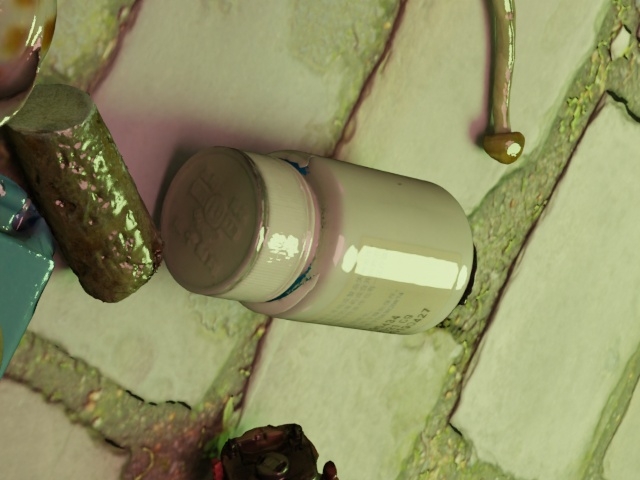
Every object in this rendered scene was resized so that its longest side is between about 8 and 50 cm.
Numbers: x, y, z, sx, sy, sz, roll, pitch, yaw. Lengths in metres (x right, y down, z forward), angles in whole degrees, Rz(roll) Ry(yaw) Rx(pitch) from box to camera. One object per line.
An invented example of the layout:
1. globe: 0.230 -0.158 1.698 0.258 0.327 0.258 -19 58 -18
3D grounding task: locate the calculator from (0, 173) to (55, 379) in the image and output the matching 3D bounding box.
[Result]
1. calculator: -0.302 0.081 1.296 0.173 0.051 0.293 30 84 -47

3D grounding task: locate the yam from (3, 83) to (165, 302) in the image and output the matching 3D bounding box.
1. yam: -0.179 -0.037 1.353 0.078 0.078 0.179 -40 129 -26

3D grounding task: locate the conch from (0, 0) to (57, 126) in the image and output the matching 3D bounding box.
1. conch: -0.263 -0.147 1.174 0.275 0.148 0.183 -4 91 -52

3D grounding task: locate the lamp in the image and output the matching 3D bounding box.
1. lamp: -0.032 0.283 1.586 0.118 0.118 0.253 -29 129 -33

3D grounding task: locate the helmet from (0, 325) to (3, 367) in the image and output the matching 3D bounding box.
1. helmet: -0.341 0.077 1.132 0.137 0.204 0.257 -45 155 25

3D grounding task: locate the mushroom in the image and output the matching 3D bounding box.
1. mushroom: 0.152 -0.210 1.638 0.068 0.043 0.306 -56 139 -49

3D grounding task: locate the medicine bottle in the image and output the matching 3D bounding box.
1. medicine bottle: 0.000 0.000 1.490 0.258 0.143 0.143 11 97 -47
